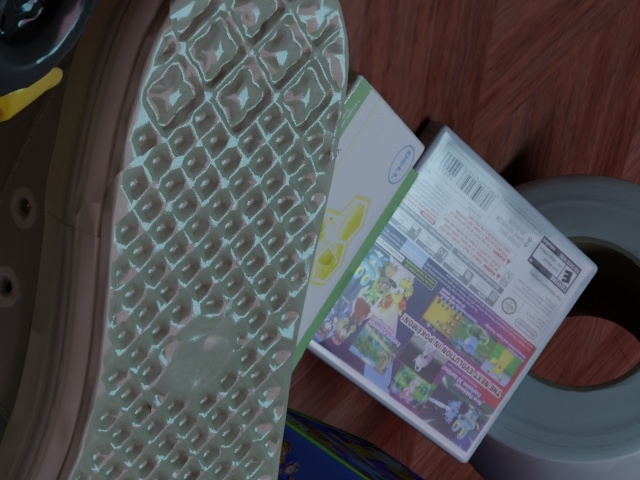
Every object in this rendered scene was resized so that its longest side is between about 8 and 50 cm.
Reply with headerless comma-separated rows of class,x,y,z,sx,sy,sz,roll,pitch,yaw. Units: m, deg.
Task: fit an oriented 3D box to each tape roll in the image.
tape roll,0.213,0.089,1.386,0.246,0.246,0.169,-52,158,-13

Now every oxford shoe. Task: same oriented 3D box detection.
oxford shoe,-0.106,0.080,0.694,0.169,0.130,0.449,-2,111,-47

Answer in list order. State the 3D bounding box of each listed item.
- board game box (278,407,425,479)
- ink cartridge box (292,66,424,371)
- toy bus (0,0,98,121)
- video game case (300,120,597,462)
board game box,0.061,0.226,1.266,0.078,0.233,0.347,-56,159,-1
ink cartridge box,0.000,0.000,1.046,0.171,0.056,0.235,-57,151,-3
toy bus,-0.174,-0.083,0.433,0.211,0.149,0.220,-51,160,-30
video game case,0.093,0.041,1.230,0.201,0.023,0.183,39,83,-36
